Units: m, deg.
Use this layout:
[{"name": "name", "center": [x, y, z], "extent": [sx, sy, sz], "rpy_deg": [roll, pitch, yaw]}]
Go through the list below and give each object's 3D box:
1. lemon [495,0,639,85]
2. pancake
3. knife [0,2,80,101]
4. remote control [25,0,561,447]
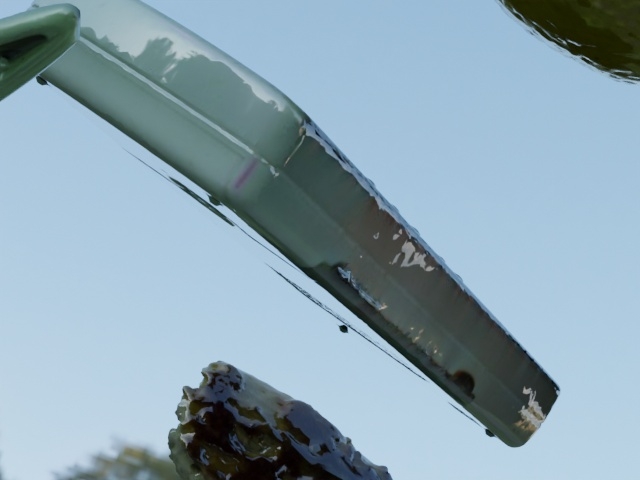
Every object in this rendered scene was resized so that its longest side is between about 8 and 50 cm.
[{"name": "lemon", "center": [0.132, -0.153, 0.536], "extent": [0.192, 0.192, 0.231], "rpy_deg": [9, -41, 19]}, {"name": "pancake", "center": [-0.015, 0.219, 0.823], "extent": [0.266, 0.244, 0.057], "rpy_deg": [40, -38, -8]}, {"name": "knife", "center": [-0.143, -0.010, 0.353], "extent": [0.207, 0.014, 0.030], "rpy_deg": [-25, -43, 17]}, {"name": "remote control", "center": [0.001, -0.001, 0.683], "extent": [0.145, 0.050, 0.344], "rpy_deg": [34, -5, 32]}]
